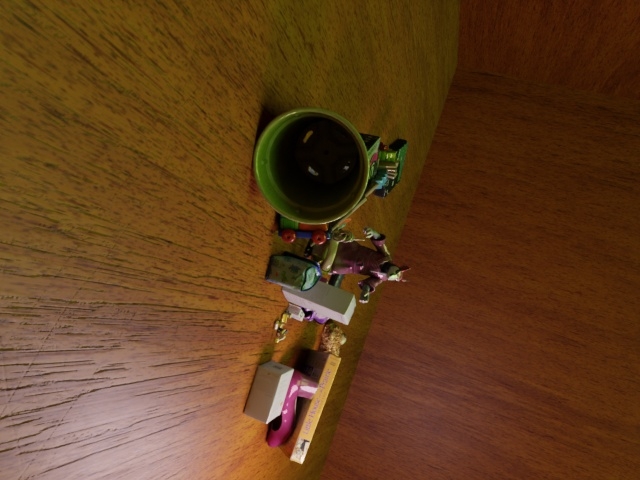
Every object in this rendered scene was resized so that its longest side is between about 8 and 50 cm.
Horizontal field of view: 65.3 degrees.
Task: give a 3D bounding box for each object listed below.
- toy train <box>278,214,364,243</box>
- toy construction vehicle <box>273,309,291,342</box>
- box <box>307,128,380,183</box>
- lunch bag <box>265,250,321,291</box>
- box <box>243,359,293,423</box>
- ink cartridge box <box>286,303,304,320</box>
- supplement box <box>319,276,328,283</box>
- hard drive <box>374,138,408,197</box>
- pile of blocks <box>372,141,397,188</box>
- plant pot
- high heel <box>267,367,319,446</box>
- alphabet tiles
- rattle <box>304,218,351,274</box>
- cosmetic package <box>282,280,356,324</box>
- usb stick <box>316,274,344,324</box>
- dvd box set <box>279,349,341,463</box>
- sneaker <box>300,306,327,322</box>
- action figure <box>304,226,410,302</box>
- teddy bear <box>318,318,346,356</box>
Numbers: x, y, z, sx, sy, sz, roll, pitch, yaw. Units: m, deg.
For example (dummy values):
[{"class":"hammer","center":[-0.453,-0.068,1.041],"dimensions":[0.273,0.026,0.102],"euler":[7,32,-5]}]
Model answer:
[{"class":"toy train","center":[0.004,-0.072,1.411],"dimensions":[0.105,0.247,0.144],"euler":[-77,169,-62]},{"class":"toy construction vehicle","center":[-0.129,0.297,1.720],"dimensions":[0.098,0.035,0.086],"euler":[-31,136,-66]},{"class":"box","center":[0.078,-0.241,1.609],"dimensions":[0.247,0.163,0.142],"euler":[-53,153,-48]},{"class":"lunch bag","center":[-0.075,0.094,1.522],"dimensions":[0.151,0.128,0.096],"euler":[4,103,-72]},{"class":"box","center":[-0.174,0.510,1.694],"dimensions":[0.130,0.090,0.171],"euler":[21,87,-74]},{"class":"ink cartridge box","center":[-0.090,0.256,1.780],"dimensions":[0.083,0.048,0.028],"euler":[70,40,-62]},{"class":"supplement box","center":[0.000,0.195,2.018],"dimensions":[0.055,0.043,0.083],"euler":[-55,157,-45]},{"class":"hard drive","center":[0.370,-0.380,2.592],"dimensions":[0.339,0.064,0.237],"euler":[-44,147,-57]},{"class":"pile of blocks","center":[0.244,-0.318,2.098],"dimensions":[0.362,0.148,0.113],"euler":[-55,157,-44]},{"class":"plant pot","center":[-0.004,-0.207,1.275],"dimensions":[0.254,0.275,0.276],"euler":[-62,164,-70]},{"class":"high heel","center":[-0.167,0.645,1.938],"dimensions":[0.377,0.181,0.127],"euler":[-61,-160,16]},{"class":"alphabet tiles","center":[0.074,-0.098,1.640],"dimensions":[0.285,0.011,0.342],"euler":[-42,-172,8]},{"class":"rattle","center":[0.000,0.000,1.638],"dimensions":[0.130,0.142,0.200],"euler":[-38,148,-75]},{"class":"cosmetic package","center":[-0.003,0.192,1.670],"dimensions":[0.086,0.231,0.117],"euler":[-62,161,-20]},{"class":"usb stick","center":[0.047,0.237,2.209],"dimensions":[0.077,0.045,0.278],"euler":[74,37,-63]},{"class":"dvd box set","center":[-0.057,0.661,2.050],"dimensions":[0.421,0.062,0.307],"euler":[-68,-169,-16]},{"class":"sneaker","center":[-0.031,0.268,1.930],"dimensions":[0.105,0.095,0.236],"euler":[-57,154,-24]},{"class":"action figure","center":[0.140,0.083,1.782],"dimensions":[0.275,0.370,0.248],"euler":[35,76,-76]},{"class":"teddy bear","center":[0.048,0.556,2.431],"dimensions":[0.245,0.113,0.338],"euler":[4,104,-75]}]
